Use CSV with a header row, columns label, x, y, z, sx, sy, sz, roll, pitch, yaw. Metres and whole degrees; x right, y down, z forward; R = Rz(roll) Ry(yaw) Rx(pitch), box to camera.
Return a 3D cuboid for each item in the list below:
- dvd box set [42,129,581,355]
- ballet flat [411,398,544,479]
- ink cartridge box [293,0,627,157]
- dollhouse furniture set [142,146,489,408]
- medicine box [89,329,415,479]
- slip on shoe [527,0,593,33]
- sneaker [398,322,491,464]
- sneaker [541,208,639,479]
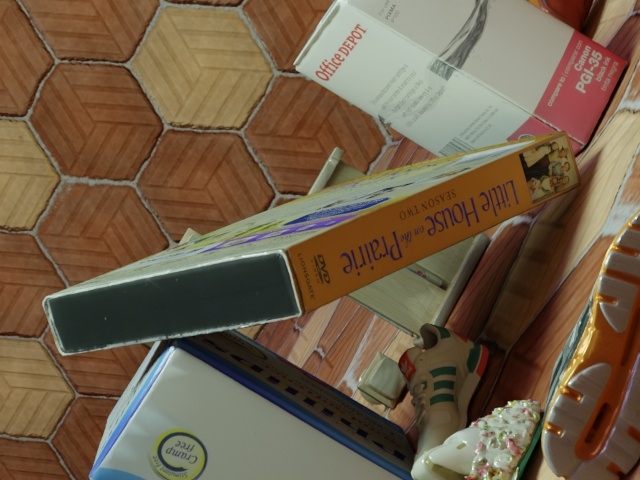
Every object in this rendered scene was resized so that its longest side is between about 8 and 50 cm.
label,x,y,z,sx,sy,sz,roll,pitch,yaw
dvd box set,0.000,0.000,1.689,0.307,0.062,0.420,-11,8,41
ballet flat,0.092,0.199,1.344,0.241,0.077,0.091,-62,5,-33
ink cartridge box,0.138,-0.180,1.909,0.117,0.283,0.207,-61,6,-20
dollhouse furniture set,-0.008,0.018,2.056,0.355,0.303,0.174,-60,4,-13
medicine box,-0.056,0.196,1.709,0.149,0.263,0.289,-59,5,2
slip on shoe,0.264,-0.249,2.159,0.101,0.123,0.331,-9,46,53
sneaker,0.096,0.138,1.649,0.057,0.075,0.161,-54,7,45
sneaker,0.198,0.051,1.174,0.215,0.084,0.083,-59,0,4
